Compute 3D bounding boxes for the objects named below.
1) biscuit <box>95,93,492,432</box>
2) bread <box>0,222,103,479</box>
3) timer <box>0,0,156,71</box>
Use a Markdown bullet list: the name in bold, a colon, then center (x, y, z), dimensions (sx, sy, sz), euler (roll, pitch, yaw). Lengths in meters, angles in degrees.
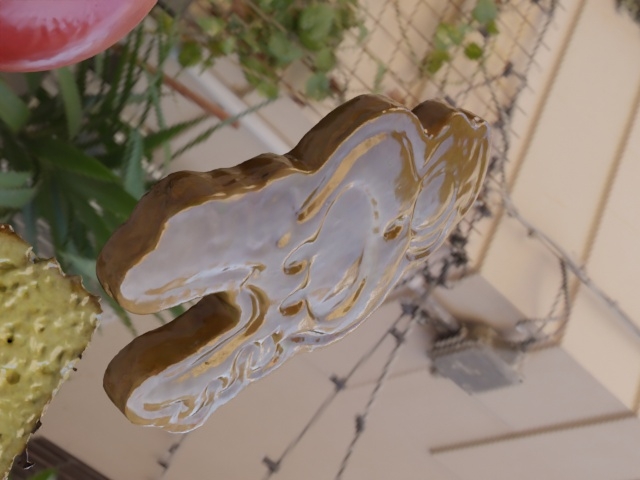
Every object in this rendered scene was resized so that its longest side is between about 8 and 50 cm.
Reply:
- **biscuit**: center (0.000, 0.002, 0.501), dimensions (0.236, 0.040, 0.144), euler (-26, 146, -33)
- **bread**: center (-0.261, 0.110, 0.782), dimensions (0.229, 0.143, 0.139), euler (-59, -174, -13)
- **timer**: center (-0.334, -0.371, 1.141), dimensions (0.378, 0.378, 0.279), euler (-49, -152, 2)
